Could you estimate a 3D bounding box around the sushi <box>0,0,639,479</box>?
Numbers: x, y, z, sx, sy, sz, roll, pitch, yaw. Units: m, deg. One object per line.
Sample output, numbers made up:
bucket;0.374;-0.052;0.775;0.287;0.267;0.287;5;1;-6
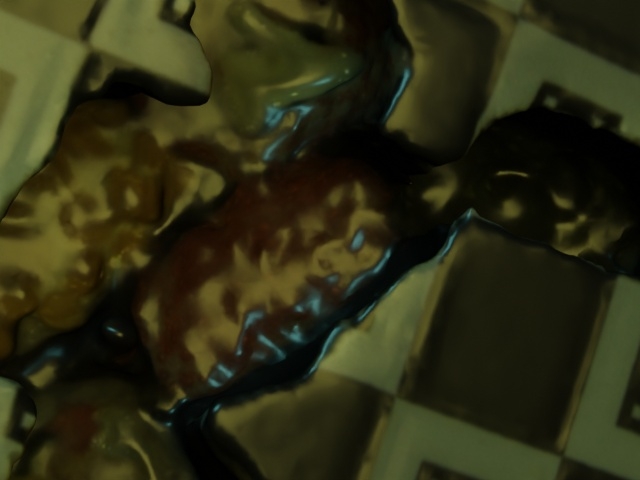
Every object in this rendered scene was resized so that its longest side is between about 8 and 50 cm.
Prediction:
sushi;0.000;0.000;0.499;0.359;0.064;0.343;21;81;-20
